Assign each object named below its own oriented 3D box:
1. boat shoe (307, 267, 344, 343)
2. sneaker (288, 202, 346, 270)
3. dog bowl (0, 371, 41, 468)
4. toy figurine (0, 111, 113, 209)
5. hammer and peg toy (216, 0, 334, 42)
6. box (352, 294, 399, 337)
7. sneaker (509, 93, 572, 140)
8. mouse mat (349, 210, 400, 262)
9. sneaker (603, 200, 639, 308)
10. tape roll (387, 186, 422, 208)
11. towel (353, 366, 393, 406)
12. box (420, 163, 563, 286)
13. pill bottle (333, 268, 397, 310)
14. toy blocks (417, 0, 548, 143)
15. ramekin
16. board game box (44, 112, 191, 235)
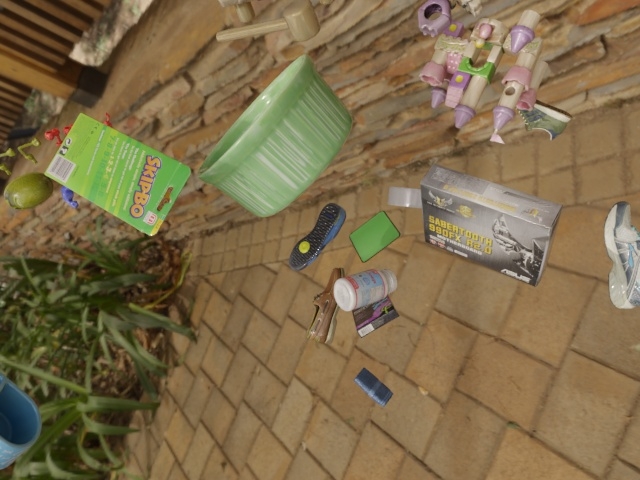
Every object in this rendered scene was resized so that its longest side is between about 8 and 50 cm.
[{"bbox_3d":[0.022,0.246,1.949,0.111,0.104,0.307,124,159,-73],"label":"boat shoe"},{"bbox_3d":[0.000,0.000,1.316,0.069,0.082,0.209,35,90,30],"label":"sneaker"},{"bbox_3d":[-0.722,0.354,1.059,0.074,0.297,0.166,-29,28,6],"label":"dog bowl"},{"bbox_3d":[-0.656,-0.186,1.365,0.217,0.362,0.191,30,137,31],"label":"toy figurine"},{"bbox_3d":[-0.091,-0.555,1.032,0.266,0.127,0.361,-4,52,16],"label":"hammer and peg toy"},{"bbox_3d":[0.145,0.197,1.350,0.116,0.029,0.162,-31,9,4],"label":"box"},{"bbox_3d":[0.582,-0.343,1.373,0.192,0.064,0.086,31,126,17],"label":"sneaker"},{"bbox_3d":[0.174,-0.015,1.632,0.152,0.007,0.190,-37,31,9],"label":"mouse mat"},{"bbox_3d":[0.825,0.035,1.294,0.122,0.110,0.283,-8,87,49],"label":"sneaker"},{"bbox_3d":[0.372,-0.165,1.926,0.219,0.219,0.072,15,102,52],"label":"tape roll"},{"bbox_3d":[0.157,0.440,1.487,0.119,0.067,0.029,40,127,14],"label":"towel"},{"bbox_3d":[0.297,-0.026,0.896,0.231,0.183,0.056,25,65,28],"label":"box"},{"bbox_3d":[0.121,0.124,1.303,0.087,0.160,0.087,27,124,50],"label":"pill bottle"},{"bbox_3d":[0.374,-0.406,1.237,0.288,0.309,0.260,27,92,28],"label":"toy blocks"},{"bbox_3d":[-0.080,-0.189,0.950,0.303,0.148,0.303,-41,22,20],"label":"ramekin"},{"bbox_3d":[-0.329,-0.109,0.815,0.259,0.039,0.124,27,85,23],"label":"board game box"}]
